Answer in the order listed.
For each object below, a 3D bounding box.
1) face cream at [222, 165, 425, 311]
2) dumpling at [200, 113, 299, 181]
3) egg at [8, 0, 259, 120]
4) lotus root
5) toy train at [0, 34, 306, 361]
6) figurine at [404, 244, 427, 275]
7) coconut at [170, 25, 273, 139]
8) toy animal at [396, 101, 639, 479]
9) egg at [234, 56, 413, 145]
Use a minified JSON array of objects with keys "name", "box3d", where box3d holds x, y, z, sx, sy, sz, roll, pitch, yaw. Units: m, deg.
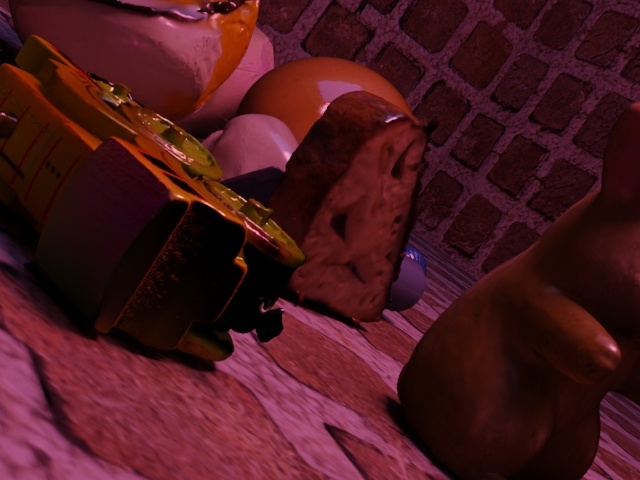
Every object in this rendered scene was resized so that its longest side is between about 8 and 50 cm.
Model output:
[{"name":"face cream","box3d":[0.000,0.000,1.218,0.136,0.086,0.385,-12,-23,29]},{"name":"dumpling","box3d":[-0.090,-0.087,1.358,0.151,0.124,0.229,-6,28,-14]},{"name":"egg","box3d":[-0.236,-0.256,1.408,0.337,0.201,0.337,10,25,-5]},{"name":"lotus root","box3d":[0.020,-0.016,1.076,0.170,0.260,0.074,-18,45,-42]},{"name":"toy train","box3d":[-0.135,-0.038,0.699,0.296,0.100,0.160,39,9,39]},{"name":"figurine","box3d":[0.096,0.026,1.682,0.086,0.087,0.149,-22,46,-37]},{"name":"coconut","box3d":[-0.179,-0.265,1.762,0.230,0.227,0.227,13,21,-49]},{"name":"toy animal","box3d":[0.219,0.054,0.850,0.181,0.363,0.180,23,27,-48]},{"name":"egg","box3d":[0.006,-0.142,1.653,0.250,0.250,0.322,39,15,32]}]
